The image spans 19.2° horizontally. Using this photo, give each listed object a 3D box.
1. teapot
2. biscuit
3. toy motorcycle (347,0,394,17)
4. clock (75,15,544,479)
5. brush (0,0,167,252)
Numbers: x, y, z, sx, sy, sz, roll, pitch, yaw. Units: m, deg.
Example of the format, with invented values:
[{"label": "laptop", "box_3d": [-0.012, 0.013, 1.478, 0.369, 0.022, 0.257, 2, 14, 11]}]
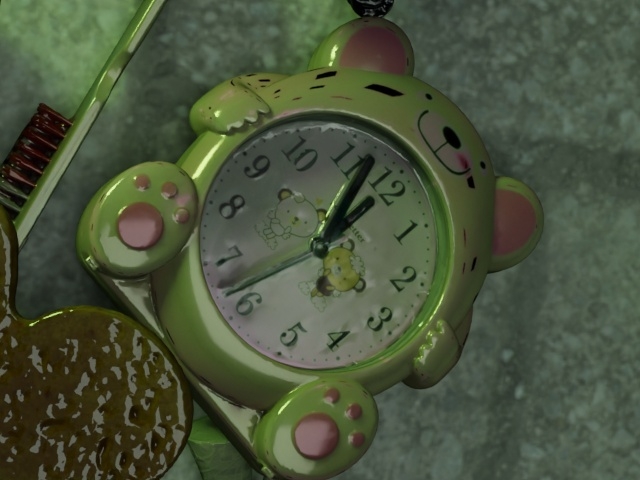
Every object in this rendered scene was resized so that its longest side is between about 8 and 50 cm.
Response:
[{"label": "teapot", "box_3d": [-0.071, 0.184, 1.500, 0.067, 0.057, 0.083, -7, 105, -11]}, {"label": "biscuit", "box_3d": [-0.304, 0.093, 1.375, 0.432, 0.064, 0.283, 11, 93, 0]}, {"label": "toy motorcycle", "box_3d": [0.080, -0.245, 1.498, 0.173, 0.058, 0.100, -25, 94, -14]}, {"label": "clock", "box_3d": [0.000, 0.000, 1.451, 0.309, 0.114, 0.284, -41, 95, -15]}, {"label": "brush", "box_3d": [-0.178, -0.116, 1.437, 0.050, 0.060, 0.321, 31, 87, -6]}]
